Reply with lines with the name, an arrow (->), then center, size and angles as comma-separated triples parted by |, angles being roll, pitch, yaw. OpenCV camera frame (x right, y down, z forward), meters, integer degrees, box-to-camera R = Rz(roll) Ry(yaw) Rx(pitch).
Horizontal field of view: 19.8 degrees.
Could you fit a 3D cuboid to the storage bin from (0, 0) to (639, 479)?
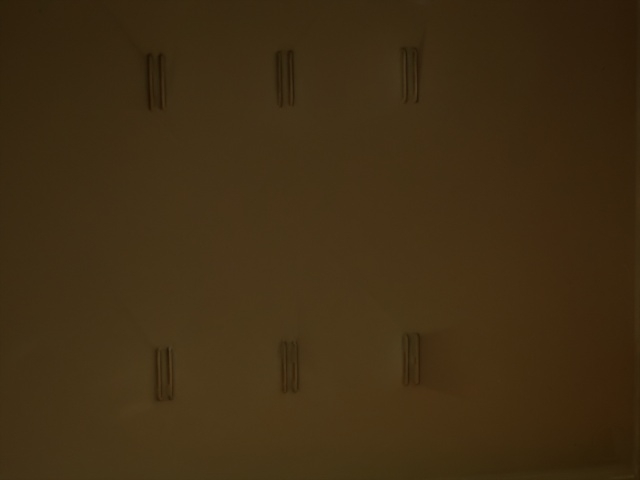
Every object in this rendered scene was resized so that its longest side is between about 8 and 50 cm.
storage bin -> 0.000, 0.000, 0.520 | 0.262, 0.123, 0.260 | -3, -82, -12
